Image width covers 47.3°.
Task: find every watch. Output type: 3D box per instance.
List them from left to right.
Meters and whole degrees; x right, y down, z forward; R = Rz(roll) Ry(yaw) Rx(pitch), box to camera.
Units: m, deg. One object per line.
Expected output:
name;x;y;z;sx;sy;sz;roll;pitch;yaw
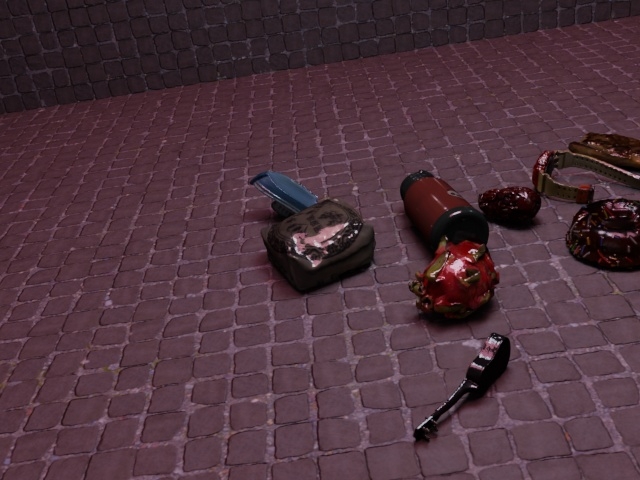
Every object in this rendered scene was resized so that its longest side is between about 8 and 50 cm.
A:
watch;0.700;-0.162;1.946;0.268;0.102;0.165;26;50;33

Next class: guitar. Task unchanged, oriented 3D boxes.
guitar;0.260;0.269;1.316;0.038;0.084;0.271;21;47;39

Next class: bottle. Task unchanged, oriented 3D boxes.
bottle;0.297;-0.076;1.842;0.144;0.144;0.336;-13;28;-6

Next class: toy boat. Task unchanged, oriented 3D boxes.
toy boat;-0.103;-0.112;2.046;0.215;0.102;0.088;33;33;-5

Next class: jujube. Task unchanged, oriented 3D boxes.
jujube;0.484;-0.091;1.866;0.104;0.104;0.166;-29;21;-31

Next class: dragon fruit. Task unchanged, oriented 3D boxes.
dragon fruit;0.281;0.082;1.554;0.172;0.160;0.166;-34;79;-31

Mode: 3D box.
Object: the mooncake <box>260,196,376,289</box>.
mooncake;-0.001;-0.004;1.804;0.250;0.136;0.254;-22;31;-15

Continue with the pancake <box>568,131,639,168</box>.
pancake;0.831;-0.257;2.099;0.212;0.056;0.257;0;22;2

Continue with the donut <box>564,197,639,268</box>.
donut;0.687;-0.022;1.686;0.235;0.089;0.235;-6;31;3
